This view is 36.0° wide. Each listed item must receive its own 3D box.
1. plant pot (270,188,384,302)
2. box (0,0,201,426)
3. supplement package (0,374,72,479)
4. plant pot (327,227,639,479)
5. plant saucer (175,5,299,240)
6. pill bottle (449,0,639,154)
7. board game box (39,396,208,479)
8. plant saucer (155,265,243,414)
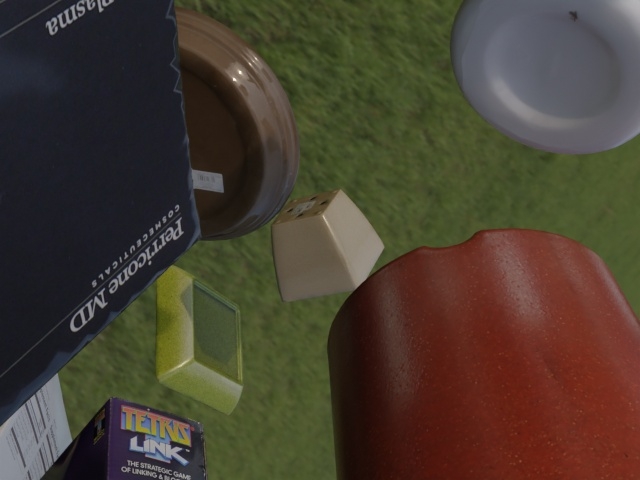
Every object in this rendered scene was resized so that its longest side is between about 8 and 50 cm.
[{"bbox_3d":[0.000,0.000,1.195,0.109,0.096,0.109,-11,-156,27],"label":"plant pot"},{"bbox_3d":[-0.226,-0.049,0.386,0.343,0.179,0.312,-46,150,-39],"label":"box"},{"bbox_3d":[-0.406,0.236,0.992,0.198,0.199,0.262,97,10,-48],"label":"supplement package"},{"bbox_3d":[0.121,0.154,0.593,0.273,0.265,0.272,-6,138,-5],"label":"plant pot"},{"bbox_3d":[-0.156,-0.113,1.058,0.278,0.278,0.041,-61,176,38],"label":"plant saucer"},{"bbox_3d":[0.168,-0.161,0.583,0.221,0.121,0.121,-58,173,-39],"label":"pill bottle"},{"bbox_3d":[-0.106,0.169,0.398,0.048,0.141,0.170,22,127,-30],"label":"board game box"},{"bbox_3d":[-0.167,0.139,1.435,0.045,0.188,0.188,-18,148,22],"label":"plant saucer"}]
